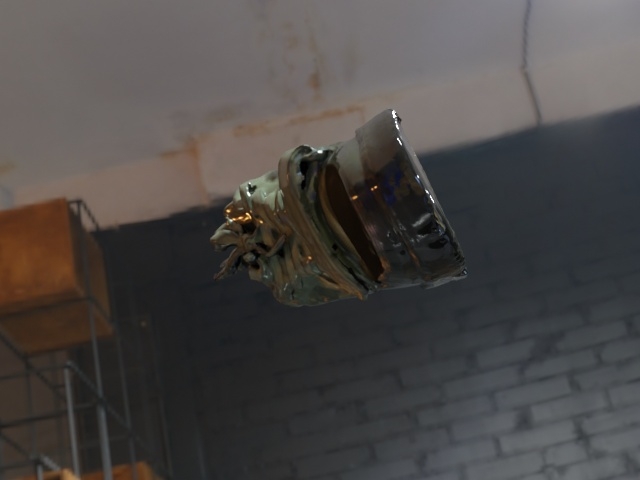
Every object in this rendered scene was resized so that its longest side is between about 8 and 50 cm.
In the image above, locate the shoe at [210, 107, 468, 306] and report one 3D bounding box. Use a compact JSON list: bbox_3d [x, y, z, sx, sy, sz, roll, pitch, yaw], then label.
[{"bbox_3d":[-0.002,-0.002,0.730,0.149,0.109,0.293,-21,0,1],"label":"shoe"}]
